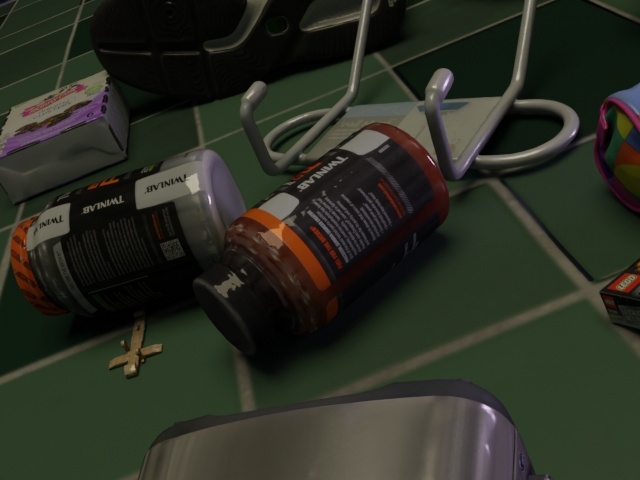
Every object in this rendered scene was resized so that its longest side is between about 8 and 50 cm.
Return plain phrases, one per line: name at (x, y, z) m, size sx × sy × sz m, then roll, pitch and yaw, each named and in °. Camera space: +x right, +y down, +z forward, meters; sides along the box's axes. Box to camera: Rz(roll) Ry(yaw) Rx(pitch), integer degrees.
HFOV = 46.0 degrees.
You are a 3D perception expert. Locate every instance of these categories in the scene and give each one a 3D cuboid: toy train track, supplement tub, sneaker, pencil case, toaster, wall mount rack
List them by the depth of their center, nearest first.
toaster at (-0.007, 0.160, 0.330) m, size 0.226 × 0.129 × 0.146 m, roll -13°, pitch 36°, yaw 19°
pencil case at (0.317, -0.105, 0.548) m, size 0.236 × 0.104 × 0.104 m, roll -25°, pitch 32°, yaw -5°
supplement tub at (0.000, 0.000, 0.578) m, size 0.198 × 0.106 × 0.106 m, roll -38°, pitch 35°, yaw -24°
toy train track at (-0.158, 0.083, 0.639) m, size 0.048 × 0.014 × 0.083 m, roll -19°, pitch 32°, yaw 5°
supplement tub at (-0.166, -0.001, 0.670) m, size 0.190 × 0.117 × 0.117 m, roll -16°, pitch 33°, yaw 9°
wall mount rack at (0.090, -0.178, 0.761) m, size 0.350 × 0.131 × 0.304 m, roll 5°, pitch 41°, yaw 35°
sneaker at (-0.094, -0.334, 1.112) m, size 0.447 × 0.169 × 0.257 m, roll -6°, pitch 26°, yaw 10°

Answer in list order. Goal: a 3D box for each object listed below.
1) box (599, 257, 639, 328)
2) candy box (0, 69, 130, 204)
box at (0.253, 0.011, 0.460) m, size 0.137 × 0.027 × 0.094 m, roll -34°, pitch 18°, yaw -18°
candy box at (-0.355, -0.151, 1.048) m, size 0.164 × 0.070 × 0.196 m, roll -22°, pitch 33°, yaw 1°
